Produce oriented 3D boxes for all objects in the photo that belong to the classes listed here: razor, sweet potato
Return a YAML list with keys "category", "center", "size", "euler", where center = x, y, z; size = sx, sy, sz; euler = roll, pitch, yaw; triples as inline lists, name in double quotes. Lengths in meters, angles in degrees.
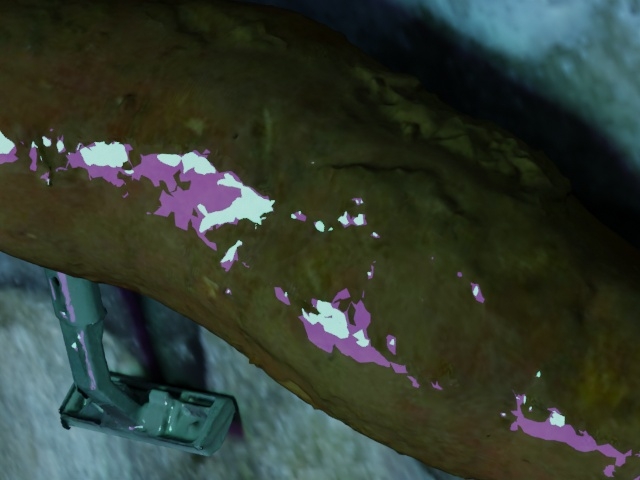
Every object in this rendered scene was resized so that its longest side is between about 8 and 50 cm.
- category: "razor"
  center: [-0.094, -0.021, 0.695]
  size: [0.084, 0.036, 0.211]
  euler: [4, 119, 44]
- category: "sweet potato"
  center: [0.002, -0.006, 0.540]
  size: [0.355, 0.106, 0.095]
  euler: [23, 115, 11]
